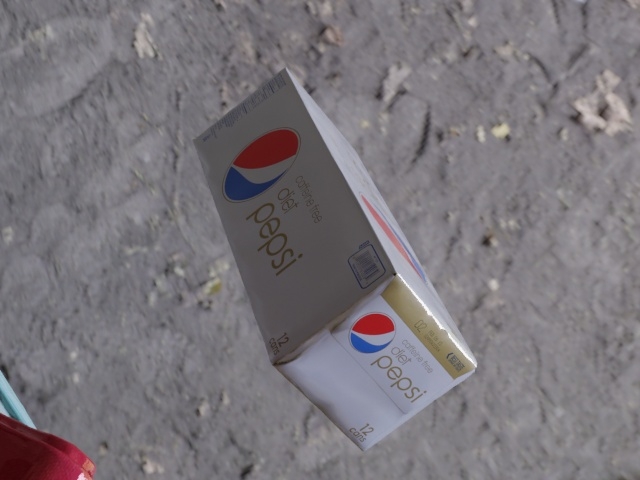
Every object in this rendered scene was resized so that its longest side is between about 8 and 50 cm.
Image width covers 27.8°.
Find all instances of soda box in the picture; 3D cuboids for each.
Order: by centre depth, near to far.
[{"bbox_3d":[0.000,0.000,0.642,0.069,0.216,0.074,-37,124,9],"label":"soda box"}]

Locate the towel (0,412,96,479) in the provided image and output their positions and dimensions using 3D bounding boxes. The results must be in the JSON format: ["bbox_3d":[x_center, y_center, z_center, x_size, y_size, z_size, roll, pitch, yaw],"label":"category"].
[{"bbox_3d":[-0.213,0.139,0.388,0.275,0.199,0.031,-54,143,-25],"label":"towel"}]

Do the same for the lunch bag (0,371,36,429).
[{"bbox_3d":[-0.292,0.149,0.690,0.279,0.224,0.108,-29,171,-23],"label":"lunch bag"}]
